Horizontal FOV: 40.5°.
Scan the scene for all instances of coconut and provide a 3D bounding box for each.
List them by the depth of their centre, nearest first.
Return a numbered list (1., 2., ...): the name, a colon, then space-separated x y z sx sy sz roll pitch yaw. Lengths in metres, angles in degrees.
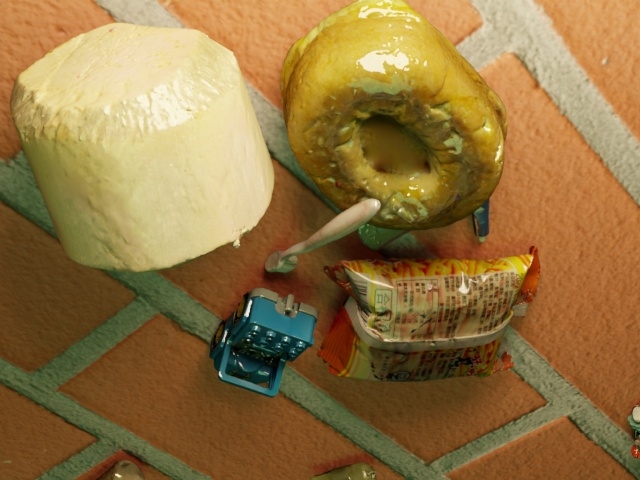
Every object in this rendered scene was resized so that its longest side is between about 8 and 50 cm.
1. coconut: -0.170 -0.079 0.879 0.239 0.239 0.244 -10 130 7

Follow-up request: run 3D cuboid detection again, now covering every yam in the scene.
1. yam: -0.398 0.475 1.450 0.081 0.081 0.356 29 126 -24

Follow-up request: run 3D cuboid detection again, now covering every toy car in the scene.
1. toy car: -0.081 0.143 1.140 0.097 0.100 0.191 22 143 -16

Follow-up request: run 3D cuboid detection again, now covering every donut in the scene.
1. donut: 0.075 -0.119 0.918 0.261 0.128 0.208 36 123 -27

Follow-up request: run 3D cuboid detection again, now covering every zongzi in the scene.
1. zongzi: 0.055 0.408 1.423 0.109 0.055 0.119 -21 140 13

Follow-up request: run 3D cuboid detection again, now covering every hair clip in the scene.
1. hair clip: 0.110 -0.030 1.063 0.137 0.022 0.054 -25 126 19

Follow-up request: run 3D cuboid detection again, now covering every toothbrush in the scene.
1. toothbrush: 0.000 0.000 0.989 0.029 0.025 0.307 10 163 -21

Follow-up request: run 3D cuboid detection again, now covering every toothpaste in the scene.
1. toothpaste: 0.197 -0.032 1.067 0.027 0.019 0.083 8 134 24

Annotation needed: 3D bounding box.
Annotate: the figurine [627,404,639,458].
1. figurine: 0.501 0.296 1.337 0.060 0.047 0.106 -23 126 7

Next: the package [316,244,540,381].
1. package: 0.139 0.110 1.131 0.288 0.108 0.223 1 132 -6
